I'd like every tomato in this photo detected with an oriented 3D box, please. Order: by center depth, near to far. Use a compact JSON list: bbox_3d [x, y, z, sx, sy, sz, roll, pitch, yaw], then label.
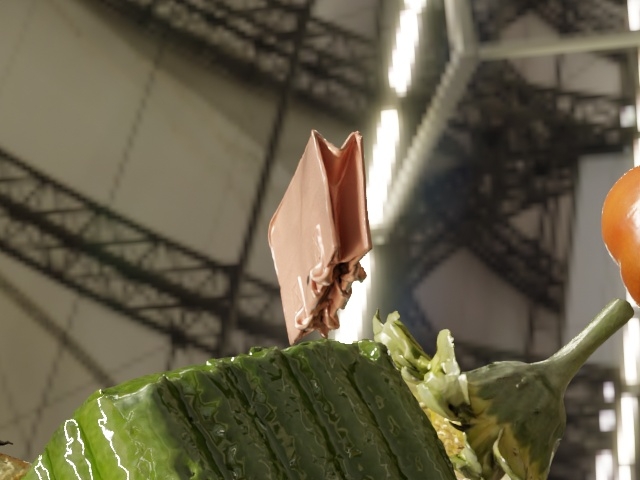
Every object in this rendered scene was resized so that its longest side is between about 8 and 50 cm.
[{"bbox_3d":[0.424,0.010,1.973,0.260,0.180,0.260,45,-162,-18],"label":"tomato"}]

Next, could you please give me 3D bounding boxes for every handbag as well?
[{"bbox_3d":[0.000,0.000,1.838,0.212,0.059,0.157,114,154,-58],"label":"handbag"}]

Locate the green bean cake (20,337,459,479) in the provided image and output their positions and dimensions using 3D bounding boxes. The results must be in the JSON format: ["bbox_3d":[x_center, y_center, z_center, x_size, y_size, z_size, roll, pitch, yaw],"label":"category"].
[{"bbox_3d":[-0.075,0.248,1.487,0.335,0.319,0.218,-5,-124,-36],"label":"green bean cake"}]

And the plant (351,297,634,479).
[{"bbox_3d":[0.159,0.179,1.804,0.306,0.261,0.297,50,-134,-12],"label":"plant"}]

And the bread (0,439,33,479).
[{"bbox_3d":[-0.313,0.236,1.660,0.122,0.149,0.073,122,165,-52],"label":"bread"}]
